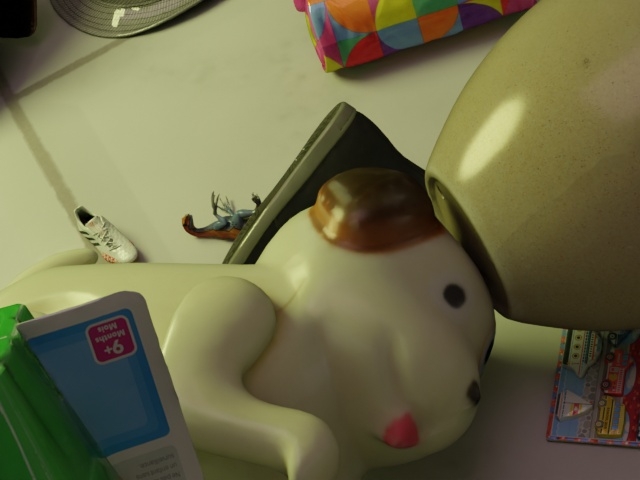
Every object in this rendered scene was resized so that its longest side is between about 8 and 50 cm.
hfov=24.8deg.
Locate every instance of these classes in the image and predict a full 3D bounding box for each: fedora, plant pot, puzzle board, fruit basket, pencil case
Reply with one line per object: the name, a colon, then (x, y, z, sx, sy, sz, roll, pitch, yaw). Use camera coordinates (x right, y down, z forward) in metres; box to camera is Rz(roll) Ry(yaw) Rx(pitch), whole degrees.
fedora: (-0.191, -0.361, 1.588, 0.275, 0.124, 0.244, -34, 50, -11)
plant pot: (0.193, -0.041, 1.108, 0.191, 0.284, 0.284, -30, 50, -6)
puzzle board: (0.235, 0.106, 1.156, 0.096, 0.011, 0.128, 2, 53, 19)
fruit basket: (-0.208, 0.231, 0.836, 0.327, 0.353, 0.165, -15, 13, 1)
pencil case: (0.092, -0.243, 1.425, 0.236, 0.104, 0.104, -15, 50, 4)

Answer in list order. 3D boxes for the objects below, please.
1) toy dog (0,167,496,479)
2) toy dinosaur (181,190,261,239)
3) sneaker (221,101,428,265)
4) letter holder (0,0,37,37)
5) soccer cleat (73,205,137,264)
toy dog: (-0.062, 0.117, 1.105, 0.408, 0.284, 0.395, -20, 29, 0)
toy dinosaur: (-0.086, -0.014, 1.335, 0.082, 0.047, 0.090, -30, 58, 17)
sneaker: (0.000, 0.000, 1.271, 0.118, 0.083, 0.222, 36, 92, -7)
letter holder: (-0.469, -0.245, 1.585, 0.302, 0.214, 0.152, 16, 27, 28)
soccer cleat: (-0.203, -0.005, 1.364, 0.029, 0.035, 0.083, -41, 52, -16)
